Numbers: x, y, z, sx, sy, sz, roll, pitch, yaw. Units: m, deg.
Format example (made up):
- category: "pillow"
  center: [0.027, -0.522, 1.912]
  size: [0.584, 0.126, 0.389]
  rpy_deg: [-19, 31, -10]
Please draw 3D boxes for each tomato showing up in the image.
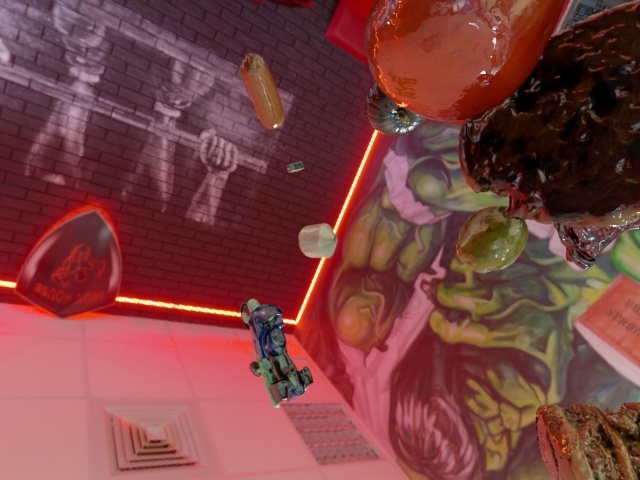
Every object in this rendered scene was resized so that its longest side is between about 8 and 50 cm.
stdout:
- category: "tomato"
  center: [0.172, -0.262, 0.476]
  size: [0.180, 0.260, 0.259]
  rpy_deg: [31, -168, 23]

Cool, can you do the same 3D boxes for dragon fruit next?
- category: "dragon fruit"
  center: [0.613, -0.129, 0.951]
  size: [0.286, 0.329, 0.228]
  rpy_deg: [32, -162, -2]

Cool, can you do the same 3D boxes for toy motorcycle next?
- category: "toy motorcycle"
  center: [-0.144, 0.317, 1.222]
  size: [0.125, 0.196, 0.331]
  rpy_deg: [-18, -104, -36]

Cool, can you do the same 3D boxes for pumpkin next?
- category: "pumpkin"
  center: [0.275, -0.477, 1.436]
  size: [0.249, 0.250, 0.216]
  rpy_deg: [17, -138, -27]

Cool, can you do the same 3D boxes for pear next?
- category: "pear"
  center: [0.300, -0.003, 0.716]
  size: [0.107, 0.131, 0.107]
  rpy_deg: [49, 179, 1]

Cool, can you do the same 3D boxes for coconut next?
- category: "coconut"
  center: [0.000, 0.000, 1.375]
  size: [0.122, 0.116, 0.116]
  rpy_deg: [-2, 176, 30]

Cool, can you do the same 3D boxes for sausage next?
- category: "sausage"
  center: [-0.143, -0.370, 1.027]
  size: [0.076, 0.076, 0.198]
  rpy_deg: [29, 155, 35]

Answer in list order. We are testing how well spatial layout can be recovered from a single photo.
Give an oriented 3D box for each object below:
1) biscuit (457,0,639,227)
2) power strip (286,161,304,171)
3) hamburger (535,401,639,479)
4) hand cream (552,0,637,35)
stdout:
- category: "biscuit"
  center: [0.357, -0.156, 0.559]
  size: [0.334, 0.290, 0.081]
  rpy_deg: [-1, 172, 43]
- category: "power strip"
  center: [-0.086, -0.249, 1.393]
  size: [0.017, 0.027, 0.083]
  rpy_deg: [-19, -174, 38]
- category: "hamburger"
  center: [0.577, 0.449, 0.838]
  size: [0.211, 0.245, 0.260]
  rpy_deg: [-10, 179, 13]
- category: "hand cream"
  center: [0.473, -0.334, 0.787]
  size: [0.124, 0.341, 0.077]
  rpy_deg: [32, -157, 19]
